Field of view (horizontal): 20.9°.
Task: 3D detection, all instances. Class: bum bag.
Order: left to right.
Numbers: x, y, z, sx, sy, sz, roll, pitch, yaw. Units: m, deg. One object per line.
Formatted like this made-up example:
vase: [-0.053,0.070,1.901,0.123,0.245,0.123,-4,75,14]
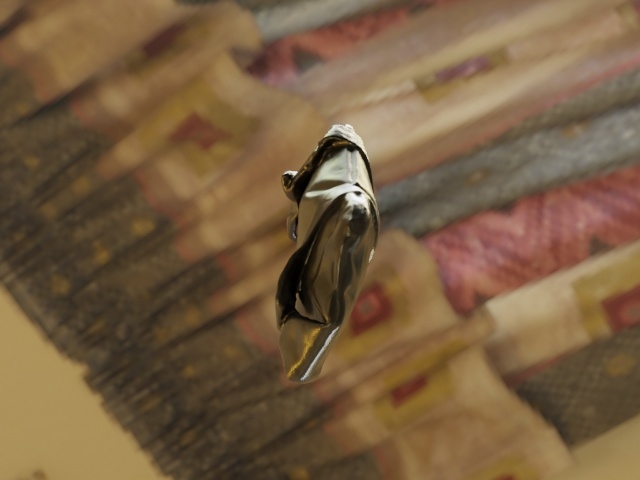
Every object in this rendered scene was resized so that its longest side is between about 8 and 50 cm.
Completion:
bum bag: [0.000,0.000,0.859,0.049,0.087,0.197,18,-162,-6]
